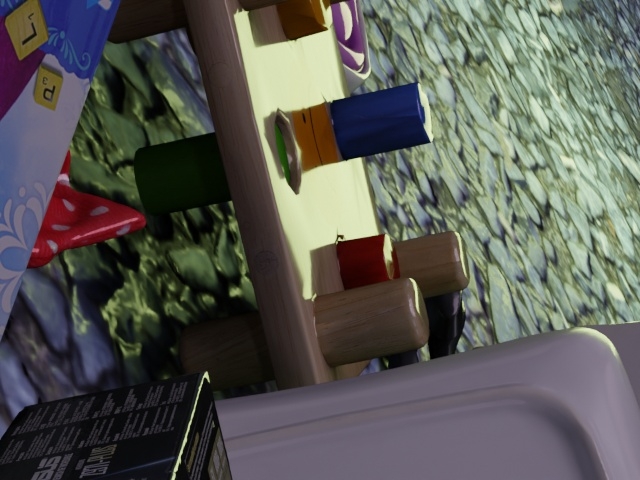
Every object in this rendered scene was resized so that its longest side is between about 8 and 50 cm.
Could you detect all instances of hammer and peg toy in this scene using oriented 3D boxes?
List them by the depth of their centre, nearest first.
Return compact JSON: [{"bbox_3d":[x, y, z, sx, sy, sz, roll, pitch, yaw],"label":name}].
[{"bbox_3d":[0.000,0.000,0.975,0.266,0.127,0.361,-39,116,-76],"label":"hammer and peg toy"}]

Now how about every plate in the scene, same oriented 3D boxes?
[{"bbox_3d":[0.041,0.172,0.759,0.045,0.278,0.277,99,-22,-59],"label":"plate"}]

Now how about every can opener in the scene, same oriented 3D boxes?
[{"bbox_3d":[0.068,0.089,1.170,0.073,0.059,0.186,76,12,-56],"label":"can opener"}]

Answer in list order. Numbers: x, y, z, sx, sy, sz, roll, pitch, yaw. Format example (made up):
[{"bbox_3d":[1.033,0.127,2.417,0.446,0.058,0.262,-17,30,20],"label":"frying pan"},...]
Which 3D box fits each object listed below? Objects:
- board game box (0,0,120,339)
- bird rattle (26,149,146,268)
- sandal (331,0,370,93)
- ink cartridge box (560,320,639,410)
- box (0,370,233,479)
[{"bbox_3d":[-0.200,-0.025,0.464,0.319,0.066,0.318,40,62,-54],"label":"board game box"},{"bbox_3d":[-0.198,-0.074,0.758,0.207,0.143,0.253,14,64,-47],"label":"bird rattle"},{"bbox_3d":[0.000,-0.274,1.376,0.169,0.102,0.416,38,32,-45],"label":"sandal"},{"bbox_3d":[0.264,0.247,0.943,0.166,0.286,0.394,-50,129,-59],"label":"ink cartridge box"},{"bbox_3d":[-0.066,0.142,0.613,0.180,0.078,0.147,-88,166,-79],"label":"box"}]
